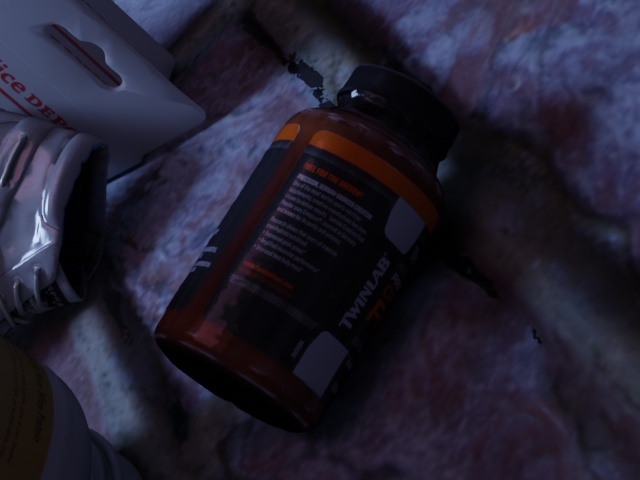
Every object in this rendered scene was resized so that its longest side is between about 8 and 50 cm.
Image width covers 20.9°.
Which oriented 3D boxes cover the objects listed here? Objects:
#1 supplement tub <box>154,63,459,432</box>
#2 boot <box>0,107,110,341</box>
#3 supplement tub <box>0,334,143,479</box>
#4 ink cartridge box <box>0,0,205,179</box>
[{"bbox_3d":[0.000,0.000,0.962,0.106,0.106,0.198,11,65,56],"label":"supplement tub"},{"bbox_3d":[-0.230,0.035,1.241,0.123,0.095,0.258,13,89,20],"label":"boot"},{"bbox_3d":[-0.274,0.126,0.974,0.228,0.316,0.228,-34,34,26],"label":"supplement tub"},{"bbox_3d":[-0.262,-0.126,1.346,0.353,0.207,0.119,-23,38,36],"label":"ink cartridge box"}]
